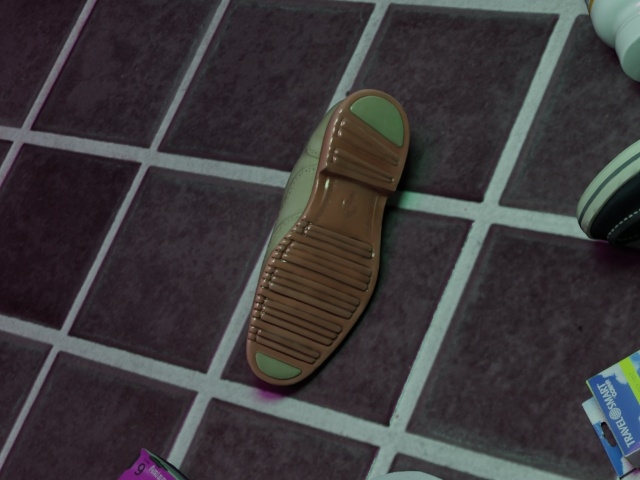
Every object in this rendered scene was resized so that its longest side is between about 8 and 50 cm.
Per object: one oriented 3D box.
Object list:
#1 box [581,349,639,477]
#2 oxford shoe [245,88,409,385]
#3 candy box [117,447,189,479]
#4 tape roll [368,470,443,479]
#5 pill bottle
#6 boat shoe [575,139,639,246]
[{"bbox_3d":[0.370,0.164,1.614,0.178,0.042,0.109,-33,48,13],"label":"box"},{"bbox_3d":[0.000,0.000,1.948,0.397,0.140,0.146,-66,18,-10],"label":"oxford shoe"},{"bbox_3d":[-0.233,0.399,1.873,0.159,0.071,0.233,34,85,43],"label":"candy box"},{"bbox_3d":[0.094,0.369,1.660,0.219,0.072,0.219,-18,54,27],"label":"tape roll"},{"bbox_3d":[0.389,-0.316,1.836,0.136,0.136,0.246,-25,51,21],"label":"pill bottle"},{"bbox_3d":[0.469,-0.078,1.556,0.500,0.187,0.156,-28,78,44],"label":"boat shoe"}]
